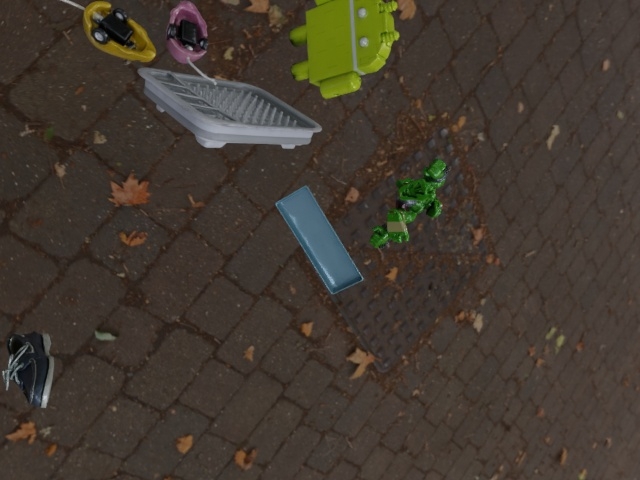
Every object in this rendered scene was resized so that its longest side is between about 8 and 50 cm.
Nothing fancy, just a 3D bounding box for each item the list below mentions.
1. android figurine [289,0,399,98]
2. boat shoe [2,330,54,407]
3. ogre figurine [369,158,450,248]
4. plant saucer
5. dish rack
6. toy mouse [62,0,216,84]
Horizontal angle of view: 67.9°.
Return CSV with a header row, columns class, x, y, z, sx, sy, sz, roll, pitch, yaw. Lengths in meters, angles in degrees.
class,x,y,z,sx,sy,sz,roll,pitch,yaw
android figurine,0.049,-0.447,1.055,0.056,0.273,0.248,-3,91,-55
boat shoe,-0.581,0.248,0.945,0.079,0.254,0.095,17,99,-36
ogre figurine,0.171,-0.075,0.867,0.118,0.097,0.197,-36,145,-53
plant saucer,0.000,0.000,0.819,0.067,0.018,0.192,-28,100,20
dish rack,-0.191,-0.271,1.018,0.333,0.285,0.072,-11,131,-47
toy mouse,-0.160,-0.215,0.448,0.161,0.031,0.143,31,55,-26
